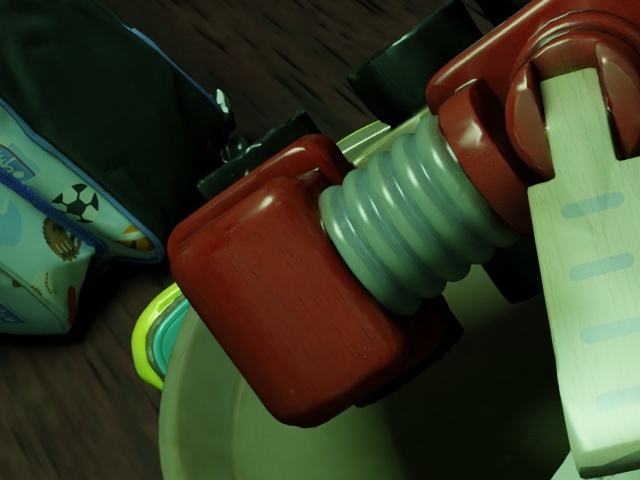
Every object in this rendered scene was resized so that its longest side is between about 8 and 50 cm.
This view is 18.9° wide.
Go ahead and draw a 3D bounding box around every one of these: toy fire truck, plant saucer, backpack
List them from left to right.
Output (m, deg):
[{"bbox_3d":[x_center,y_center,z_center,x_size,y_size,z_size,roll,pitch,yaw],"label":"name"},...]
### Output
[{"bbox_3d":[-0.224,-0.068,1.080,0.263,0.276,0.213,6,58,44],"label":"backpack"},{"bbox_3d":[0.057,0.051,0.846,0.278,0.041,0.277,-17,48,20],"label":"plant saucer"},{"bbox_3d":[0.053,0.003,0.690,0.217,0.158,0.246,-35,3,15],"label":"toy fire truck"}]

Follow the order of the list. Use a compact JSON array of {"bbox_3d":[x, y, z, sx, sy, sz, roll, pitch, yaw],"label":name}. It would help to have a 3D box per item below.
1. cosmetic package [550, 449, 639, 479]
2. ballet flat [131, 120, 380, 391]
[{"bbox_3d":[0.238,0.107,0.613,0.296,0.129,0.153,7,46,41],"label":"cosmetic package"},{"bbox_3d":[0.000,0.000,0.982,0.231,0.077,0.077,-35,8,-9],"label":"ballet flat"}]
